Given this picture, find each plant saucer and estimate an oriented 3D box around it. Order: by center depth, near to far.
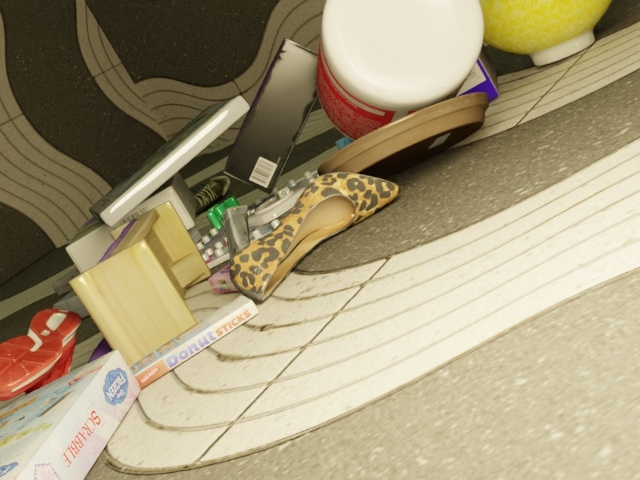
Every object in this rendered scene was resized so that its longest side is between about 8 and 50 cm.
[{"bbox_3d":[0.128,-0.142,1.498,0.278,0.041,0.278,-23,-6,-2],"label":"plant saucer"}]

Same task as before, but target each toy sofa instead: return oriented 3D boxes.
[{"bbox_3d":[-0.282,0.067,1.513,0.177,0.150,0.362,-28,12,3],"label":"toy sofa"}]

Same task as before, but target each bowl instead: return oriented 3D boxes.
[{"bbox_3d":[0.404,-0.403,1.784,0.289,0.156,0.289,-24,13,6],"label":"bowl"}]

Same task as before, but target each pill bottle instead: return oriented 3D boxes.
[{"bbox_3d":[0.108,-0.274,1.578,0.229,0.229,0.407,-31,-5,-6],"label":"pill bottle"}]

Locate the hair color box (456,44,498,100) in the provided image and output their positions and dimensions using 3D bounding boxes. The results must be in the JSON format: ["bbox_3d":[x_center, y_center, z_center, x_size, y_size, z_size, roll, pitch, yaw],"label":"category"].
[{"bbox_3d":[0.250,-0.357,1.917,0.110,0.185,0.339,-28,11,18],"label":"hair color box"}]

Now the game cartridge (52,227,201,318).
[{"bbox_3d":[-0.391,0.074,2.006,0.294,0.060,0.196,-24,17,27],"label":"game cartridge"}]

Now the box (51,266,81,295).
[{"bbox_3d":[-0.549,0.065,2.467,0.186,0.038,0.145,-22,14,39],"label":"box"}]

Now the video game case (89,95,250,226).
[{"bbox_3d":[-0.293,-0.149,1.899,0.329,0.036,0.300,-42,14,-10],"label":"video game case"}]

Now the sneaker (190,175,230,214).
[{"bbox_3d":[-0.288,-0.118,2.526,0.086,0.064,0.192,-30,7,26],"label":"sneaker"}]

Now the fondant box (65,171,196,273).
[{"bbox_3d":[-0.379,-0.035,2.071,0.238,0.096,0.330,-30,11,0],"label":"fondant box"}]

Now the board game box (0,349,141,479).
[{"bbox_3d":[-0.383,0.269,1.107,0.319,0.066,0.318,-27,12,14],"label":"board game box"}]

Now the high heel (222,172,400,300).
[{"bbox_3d":[0.000,0.000,1.379,0.261,0.093,0.186,-14,40,-3],"label":"high heel"}]

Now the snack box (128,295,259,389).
[{"bbox_3d":[-0.163,0.128,1.278,0.178,0.022,0.064,-33,13,-13],"label":"snack box"}]

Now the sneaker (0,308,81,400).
[{"bbox_3d":[-0.377,0.189,1.341,0.087,0.128,0.221,10,21,11],"label":"sneaker"}]

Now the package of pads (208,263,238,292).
[{"bbox_3d":[-0.124,0.053,1.477,0.050,0.032,0.083,-38,14,-29],"label":"package of pads"}]

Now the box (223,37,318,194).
[{"bbox_3d":[-0.078,-0.232,1.846,0.184,0.103,0.261,-94,30,-80],"label":"box"}]

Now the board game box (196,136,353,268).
[{"bbox_3d":[-0.088,-0.072,1.880,0.390,0.050,0.390,-27,12,16],"label":"board game box"}]
